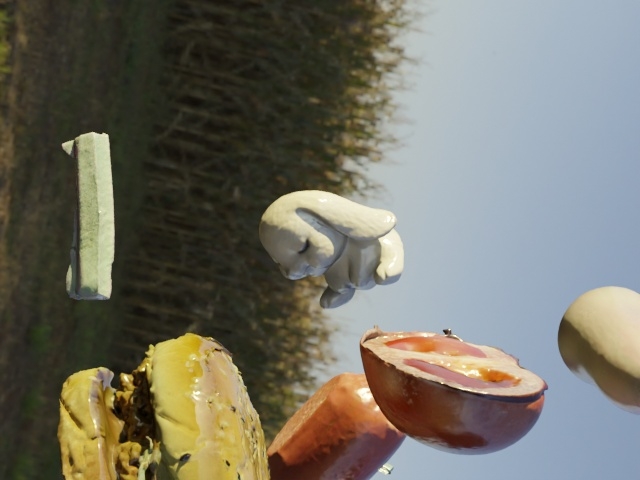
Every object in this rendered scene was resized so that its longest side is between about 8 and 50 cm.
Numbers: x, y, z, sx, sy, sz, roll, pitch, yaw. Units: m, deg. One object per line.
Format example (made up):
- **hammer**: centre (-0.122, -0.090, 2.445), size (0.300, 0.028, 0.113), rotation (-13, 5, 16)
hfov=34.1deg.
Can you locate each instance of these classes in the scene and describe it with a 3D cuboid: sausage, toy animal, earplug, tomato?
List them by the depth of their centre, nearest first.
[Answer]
- **tomato**: centre (0.133, 0.174, 1.159), size (0.228, 0.199, 0.112), rotation (-125, -134, -78)
- **sausage**: centre (0.019, 0.289, 1.473), size (0.254, 0.148, 0.148), rotation (-45, -173, 6)
- **earplug**: centre (0.470, 0.181, 1.577), size (0.301, 0.172, 0.172), rotation (-72, 176, -81)
- **toy animal**: centre (0.000, 0.000, 2.057), size (0.272, 0.265, 0.206), rotation (-29, -132, 50)

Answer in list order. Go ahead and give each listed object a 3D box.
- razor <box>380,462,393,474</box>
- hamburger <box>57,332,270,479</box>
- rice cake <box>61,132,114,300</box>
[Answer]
- **razor**: centre (0.036, 0.494, 1.922), size (0.232, 0.106, 0.068), rotation (-62, 165, -7)
- **hamburger**: centre (-0.150, 0.282, 1.082), size (0.276, 0.195, 0.318), rotation (-103, 180, -46)
- **rice cake**: centre (-0.374, -0.040, 1.687), size (0.051, 0.081, 0.290), rotation (35, 46, -64)
